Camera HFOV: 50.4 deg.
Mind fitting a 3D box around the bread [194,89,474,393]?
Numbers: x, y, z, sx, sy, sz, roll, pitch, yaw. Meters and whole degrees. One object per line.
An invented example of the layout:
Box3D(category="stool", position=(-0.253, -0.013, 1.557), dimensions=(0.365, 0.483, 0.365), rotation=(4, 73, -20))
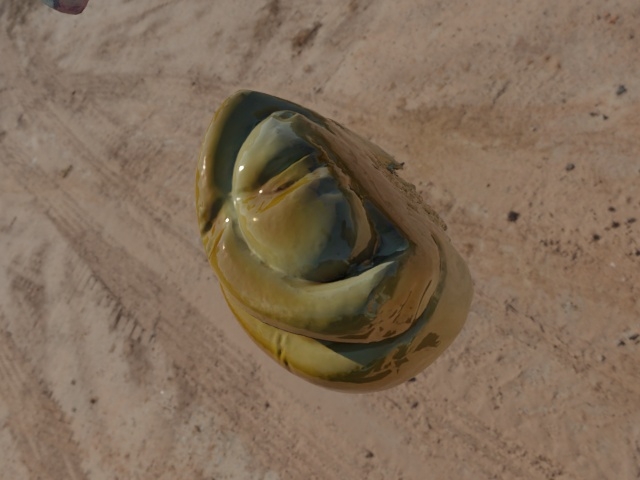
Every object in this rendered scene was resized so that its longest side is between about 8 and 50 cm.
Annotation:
Box3D(category="bread", position=(0.015, -0.019, 0.887), dimensions=(0.329, 0.245, 0.424), rotation=(-24, 53, -10))

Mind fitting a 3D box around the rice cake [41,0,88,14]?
Box3D(category="rice cake", position=(-0.155, -0.194, 0.352), dimensions=(0.042, 0.080, 0.222), rotation=(-16, 43, -24))
